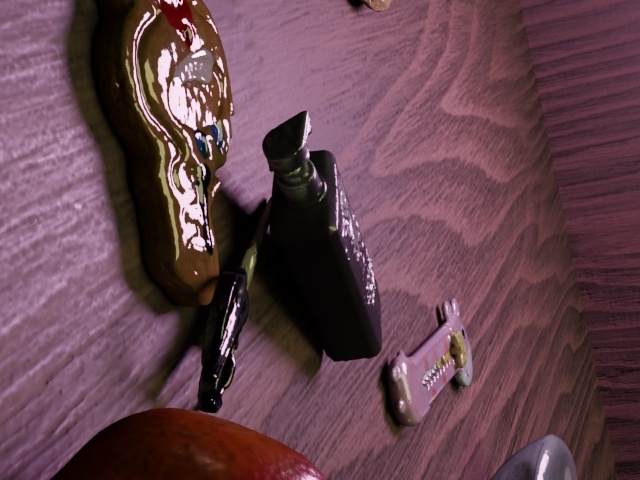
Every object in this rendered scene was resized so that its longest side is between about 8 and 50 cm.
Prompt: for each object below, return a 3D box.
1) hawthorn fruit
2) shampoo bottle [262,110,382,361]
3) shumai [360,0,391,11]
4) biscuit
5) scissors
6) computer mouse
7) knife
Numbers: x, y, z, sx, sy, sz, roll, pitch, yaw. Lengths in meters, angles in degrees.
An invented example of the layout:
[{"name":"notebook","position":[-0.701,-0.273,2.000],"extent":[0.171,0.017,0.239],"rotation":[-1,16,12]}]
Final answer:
[{"name":"hawthorn fruit","position":[-0.059,0.194,0.670],"extent":[0.196,0.225,0.197],"rotation":[7,82,-59]},{"name":"shampoo bottle","position":[0.000,0.001,1.098],"extent":[0.309,0.071,0.098],"rotation":[66,23,-55]},{"name":"shumai","position":[0.094,-0.367,1.520],"extent":[0.145,0.116,0.146],"rotation":[-12,90,-69]},{"name":"biscuit","position":[-0.116,-0.109,0.928],"extent":[0.183,0.047,0.320],"rotation":[25,59,-63]},{"name":"scissors","position":[-0.064,0.031,1.004],"extent":[0.300,0.022,0.109],"rotation":[-72,171,-60]},{"name":"computer mouse","position":[0.272,0.433,1.625],"extent":[0.188,0.121,0.371],"rotation":[63,32,-33]},{"name":"knife","position":[0.155,0.165,1.550],"extent":[0.398,0.038,0.132],"rotation":[-21,98,-70]}]
